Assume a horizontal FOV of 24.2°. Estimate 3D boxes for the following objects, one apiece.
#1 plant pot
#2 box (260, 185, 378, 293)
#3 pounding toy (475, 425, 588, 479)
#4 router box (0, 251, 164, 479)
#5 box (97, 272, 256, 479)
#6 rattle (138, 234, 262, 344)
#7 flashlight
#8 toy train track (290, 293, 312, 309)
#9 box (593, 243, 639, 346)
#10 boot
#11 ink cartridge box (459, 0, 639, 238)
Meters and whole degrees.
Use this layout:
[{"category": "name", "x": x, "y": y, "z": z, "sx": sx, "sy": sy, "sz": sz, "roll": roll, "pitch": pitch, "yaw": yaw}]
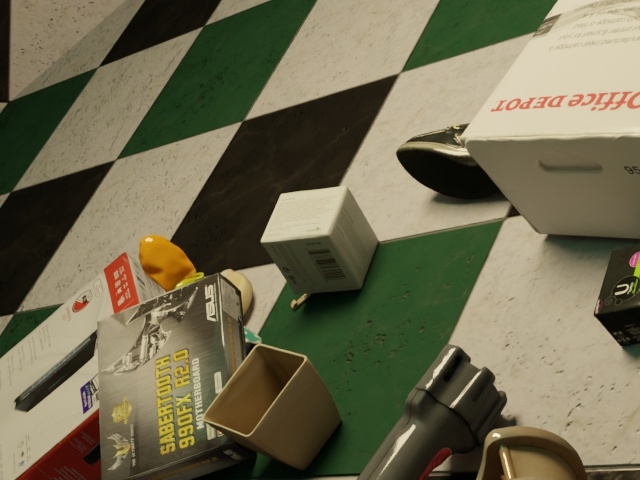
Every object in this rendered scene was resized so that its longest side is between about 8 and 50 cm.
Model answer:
[{"category": "plant pot", "x": -0.044, "y": 0.191, "z": 1.643, "sx": 0.109, "sy": 0.096, "sz": 0.109, "roll": -54, "pitch": 29, "yaw": -17}, {"category": "box", "x": 0.000, "y": 0.000, "z": 1.831, "sx": 0.102, "sy": 0.101, "sz": 0.087, "roll": -5, "pitch": 44, "yaw": 31}, {"category": "pounding toy", "x": 0.164, "y": 0.262, "z": 1.196, "sx": 0.269, "sy": 0.154, "sz": 0.155, "roll": -35, "pitch": 28, "yaw": 17}, {"category": "router box", "x": -0.330, "y": 0.203, "z": 2.028, "sx": 0.301, "sy": 0.082, "sz": 0.335, "roll": -41, "pitch": 27, "yaw": 6}, {"category": "box", "x": -0.175, "y": 0.173, "z": 1.778, "sx": 0.183, "sy": 0.056, "sz": 0.231, "roll": -20, "pitch": 54, "yaw": 20}, {"category": "rattle", "x": -0.157, "y": 0.075, "z": 1.925, "sx": 0.130, "sy": 0.142, "sz": 0.199, "roll": -21, "pitch": 24, "yaw": 4}, {"category": "flashlight", "x": 0.071, "y": 0.251, "z": 1.413, "sx": 0.304, "sy": 0.103, "sz": 0.103, "roll": -51, "pitch": -6, "yaw": -24}, {"category": "toy train track", "x": -0.007, "y": 0.055, "z": 1.878, "sx": 0.083, "sy": 0.014, "sz": 0.048, "roll": -42, "pitch": 27, "yaw": 4}, {"category": "box", "x": 0.306, "y": 0.050, "z": 1.419, "sx": 0.062, "sy": 0.052, "sz": 0.083, "roll": -16, "pitch": 39, "yaw": 42}, {"category": "boot", "x": 0.219, "y": -0.140, "z": 1.776, "sx": 0.236, "sy": 0.085, "sz": 0.178, "roll": 3, "pitch": 50, "yaw": 47}, {"category": "ink cartridge box", "x": 0.372, "y": -0.195, "z": 1.551, "sx": 0.285, "sy": 0.166, "sz": 0.395, "roll": 3, "pitch": 52, "yaw": 56}]
